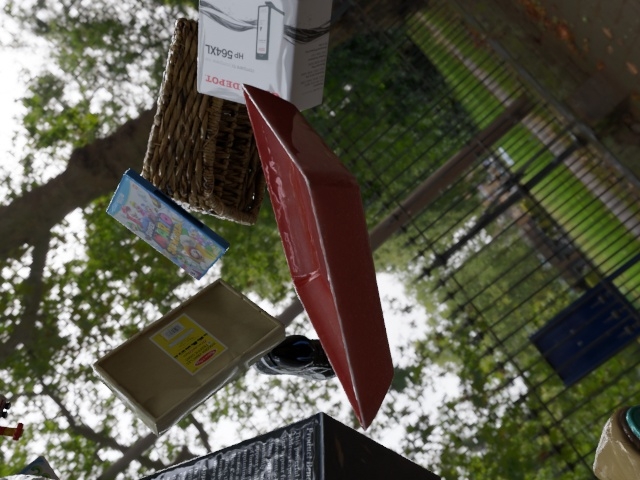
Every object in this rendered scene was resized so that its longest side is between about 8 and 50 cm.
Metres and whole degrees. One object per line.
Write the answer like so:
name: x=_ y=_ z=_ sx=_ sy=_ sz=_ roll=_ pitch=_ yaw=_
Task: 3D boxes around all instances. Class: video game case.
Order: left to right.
video game case: x=-0.214 y=-0.018 z=0.977 sx=0.166 sy=0.119 sz=0.015 roll=38 pitch=-126 yaw=-8

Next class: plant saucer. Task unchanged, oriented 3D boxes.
plant saucer: x=0.000 y=0.000 z=0.663 sx=0.259 sy=0.048 sz=0.258 roll=-120 pitch=15 yaw=-58

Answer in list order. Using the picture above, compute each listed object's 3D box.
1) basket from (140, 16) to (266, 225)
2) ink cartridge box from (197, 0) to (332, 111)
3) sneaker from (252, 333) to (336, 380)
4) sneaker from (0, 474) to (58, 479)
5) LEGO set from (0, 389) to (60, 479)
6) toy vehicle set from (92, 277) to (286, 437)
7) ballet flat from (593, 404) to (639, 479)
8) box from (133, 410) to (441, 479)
basket: x=-0.163 y=-0.192 z=1.168 sx=0.223 sy=0.299 sz=0.213 roll=14 pitch=174 yaw=-15
ink cartridge box: x=-0.070 y=-0.273 z=0.875 sx=0.148 sy=0.203 sz=0.086 roll=19 pitch=-151 yaw=24
sneaker: x=-0.009 y=0.216 z=1.308 sx=0.217 sy=0.121 sz=0.079 roll=1 pitch=-107 yaw=-25
sneaker: x=-0.310 y=0.305 z=0.570 sx=0.127 sy=0.316 sz=0.182 roll=-44 pitch=-53 yaw=-72
LEGO set: x=-0.528 y=0.343 z=1.068 sx=0.244 sy=0.182 sz=0.060 roll=44 pitch=159 yaw=25
toy vehicle set: x=-0.209 y=0.179 z=1.145 sx=0.166 sy=0.267 sz=0.035 roll=33 pitch=142 yaw=31
ballet flat: x=0.271 y=0.208 z=0.456 sx=0.080 sy=0.073 sz=0.232 roll=4 pitch=-150 yaw=-28
box: x=-0.058 y=0.439 z=0.999 sx=0.293 sy=0.396 sz=0.212 roll=39 pitch=-143 yaw=-37
